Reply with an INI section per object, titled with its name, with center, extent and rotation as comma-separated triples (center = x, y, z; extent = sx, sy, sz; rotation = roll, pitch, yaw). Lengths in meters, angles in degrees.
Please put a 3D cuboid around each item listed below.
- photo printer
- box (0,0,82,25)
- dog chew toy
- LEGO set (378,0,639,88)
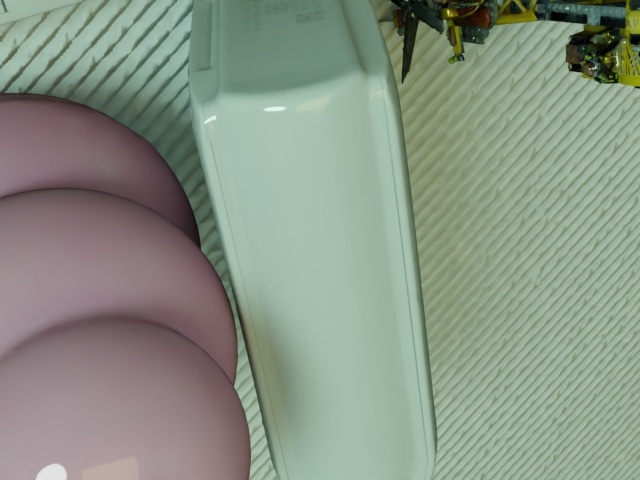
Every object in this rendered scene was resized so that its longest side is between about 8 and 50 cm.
[photo printer]
center = 0.000, 0.000, 0.600
extent = 0.107, 0.256, 0.307
rotation = -10, 121, 0
[box]
center = -0.290, -0.113, 0.499
extent = 0.324, 0.067, 0.063
rotation = -21, 123, -16
[dog chew toy]
center = -0.137, 0.053, 0.502
extent = 0.206, 0.332, 0.206
rotation = -13, 122, -22
[LEGO set]
center = 0.119, -0.234, 0.540
extent = 0.192, 0.255, 0.331
rotation = -11, 117, -22
